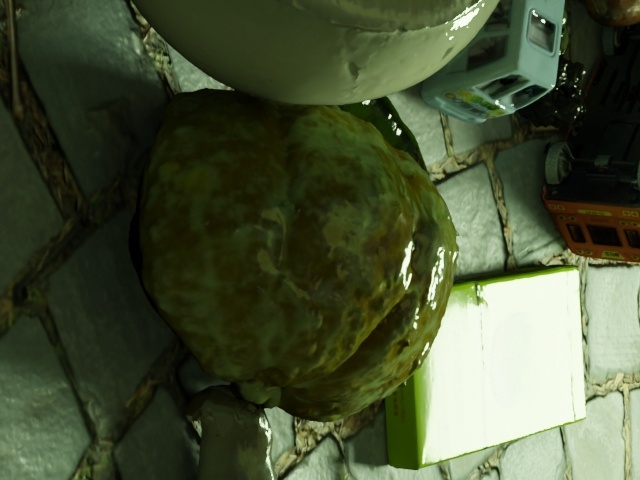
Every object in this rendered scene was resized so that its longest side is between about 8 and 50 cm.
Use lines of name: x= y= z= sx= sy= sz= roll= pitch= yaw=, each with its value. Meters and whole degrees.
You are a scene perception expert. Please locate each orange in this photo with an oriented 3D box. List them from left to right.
orange: x=0.000 y=0.000 z=1.405 sx=0.368 sy=0.210 sz=0.271 roll=33 pitch=43 yaw=-47

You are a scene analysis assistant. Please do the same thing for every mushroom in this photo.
mushroom: x=-0.070 y=0.241 z=1.412 sx=0.116 sy=0.093 sz=0.225 roll=13 pitch=81 yaw=-37

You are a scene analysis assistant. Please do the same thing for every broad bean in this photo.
broad bean: x=0.059 y=-0.111 z=1.616 sx=0.069 sy=0.039 sz=0.227 roll=-56 pitch=129 yaw=-27

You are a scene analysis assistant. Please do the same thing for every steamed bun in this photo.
steamed bun: x=-0.022 y=-0.281 z=1.347 sx=0.374 sy=0.241 sz=0.374 roll=12 pitch=63 yaw=-24

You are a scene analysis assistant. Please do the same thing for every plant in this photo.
plant: x=0.259 y=-0.209 z=1.833 sx=0.087 sy=0.085 sz=0.174 roll=-21 pitch=101 yaw=-73

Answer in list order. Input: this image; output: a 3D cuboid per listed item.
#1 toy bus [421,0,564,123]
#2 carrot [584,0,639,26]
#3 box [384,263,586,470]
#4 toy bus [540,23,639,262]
toy bus: x=0.194 y=-0.296 z=1.705 sx=0.109 sy=0.136 sz=0.330 roll=20 pitch=73 yaw=-45
carrot: x=0.402 y=-0.338 z=1.941 sx=0.225 sy=0.159 sz=0.159 roll=-51 pitch=126 yaw=-34
box: x=0.187 y=0.132 z=1.754 sx=0.335 sy=0.047 sz=0.187 roll=-6 pitch=93 yaw=-49
toy bus: x=0.391 y=-0.136 z=1.938 sx=0.329 sy=0.143 sz=0.153 roll=-63 pitch=142 yaw=-30
